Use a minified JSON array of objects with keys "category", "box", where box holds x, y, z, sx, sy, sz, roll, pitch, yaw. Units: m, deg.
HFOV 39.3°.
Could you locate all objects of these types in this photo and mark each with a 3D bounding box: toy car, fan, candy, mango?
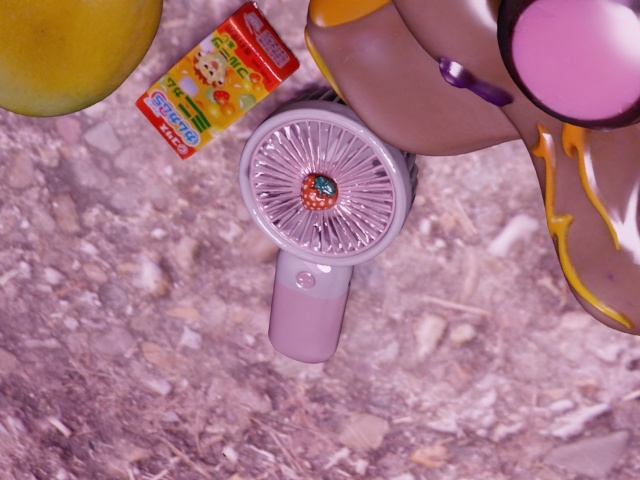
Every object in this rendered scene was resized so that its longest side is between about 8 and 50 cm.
[{"category":"toy car","box":[0.153,-0.094,0.483,0.240,0.271,0.340,-19,113,51]},{"category":"fan","box":[0.000,0.000,0.700,0.130,0.074,0.244,17,126,12]},{"category":"candy","box":[-0.079,-0.119,0.681,0.122,0.038,0.062,-32,104,35]},{"category":"mango","box":[-0.192,-0.166,0.664,0.195,0.092,0.130,-34,115,30]}]
